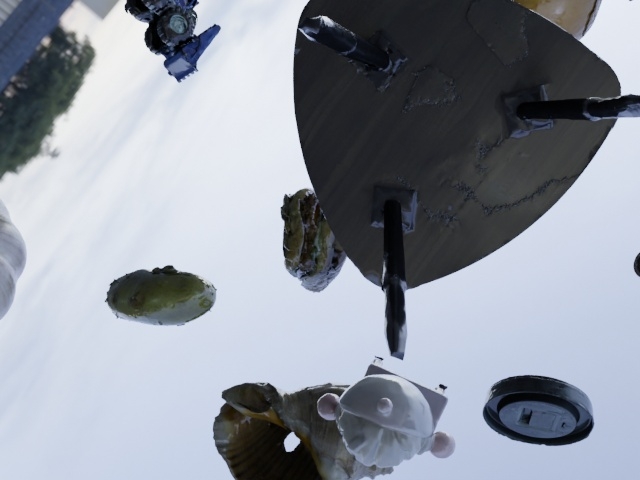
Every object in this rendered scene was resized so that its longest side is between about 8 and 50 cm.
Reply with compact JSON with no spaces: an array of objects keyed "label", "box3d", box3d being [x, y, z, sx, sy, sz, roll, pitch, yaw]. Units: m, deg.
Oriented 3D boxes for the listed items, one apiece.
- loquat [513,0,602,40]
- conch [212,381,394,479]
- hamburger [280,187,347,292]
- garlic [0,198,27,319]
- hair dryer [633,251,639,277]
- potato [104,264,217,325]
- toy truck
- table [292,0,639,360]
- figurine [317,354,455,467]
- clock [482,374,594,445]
[{"label":"loquat","box3d":[0.425,-0.486,1.544,0.263,0.263,0.263,-38,-152,25]},{"label":"conch","box3d":[-0.031,0.369,1.449,0.324,0.186,0.263,15,-113,28]},{"label":"hamburger","box3d":[0.000,0.000,1.524,0.130,0.206,0.183,3,-102,11]},{"label":"garlic","box3d":[-0.486,0.038,1.003,0.253,0.245,0.245,120,-9,-54]},{"label":"hair dryer","box3d":[0.644,0.091,1.313,0.220,0.195,0.053,41,-69,52]},{"label":"potato","box3d":[-0.231,0.077,1.140,0.188,0.105,0.085,-2,-90,43]},{"label":"toy truck","box3d":[-0.288,-0.433,1.631,0.126,0.208,0.113,-33,-166,-28]},{"label":"table","box3d":[0.087,-0.091,0.677,0.317,0.317,0.249,-44,-173,14]},{"label":"figurine","box3d":[0.102,0.247,1.142,0.144,0.182,0.257,-47,174,4]},{"label":"clock","box3d":[0.452,0.355,1.692,0.226,0.226,0.049,-27,-145,40]}]
